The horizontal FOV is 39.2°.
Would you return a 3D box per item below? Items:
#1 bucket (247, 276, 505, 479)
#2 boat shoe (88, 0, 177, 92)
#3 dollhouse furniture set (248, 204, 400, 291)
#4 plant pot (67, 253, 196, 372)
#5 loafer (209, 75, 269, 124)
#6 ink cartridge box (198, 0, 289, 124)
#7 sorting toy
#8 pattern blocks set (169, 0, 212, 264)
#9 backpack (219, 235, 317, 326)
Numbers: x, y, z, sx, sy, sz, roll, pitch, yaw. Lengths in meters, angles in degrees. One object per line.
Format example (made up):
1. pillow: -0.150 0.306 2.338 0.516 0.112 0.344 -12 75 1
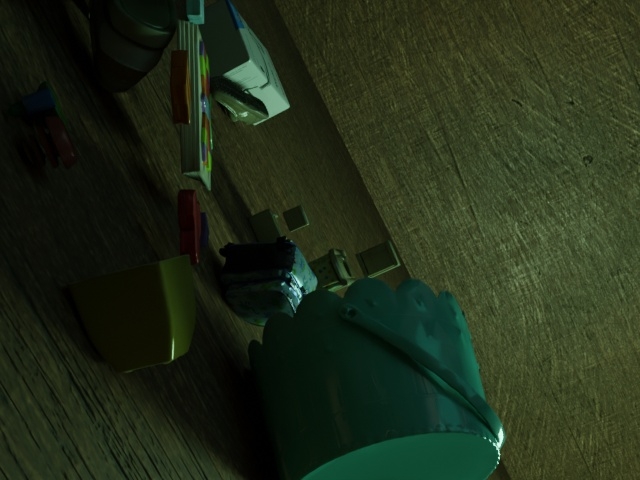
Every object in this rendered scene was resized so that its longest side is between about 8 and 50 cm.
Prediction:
1. bucket: 0.063 0.190 1.015 0.281 0.281 0.183 52 19 -52
2. boat shoe: -0.231 -0.287 1.080 0.113 0.103 0.302 25 32 -21
3. dollhouse furniture set: 0.000 0.000 1.349 0.160 0.182 0.101 67 10 7
4. plant pot: -0.148 0.063 0.747 0.081 0.082 0.083 -19 96 -80
5. loafer: -0.148 -0.234 1.551 0.148 0.050 0.056 26 34 -50
6. ink cartridge box: -0.147 -0.326 1.659 0.148 0.086 0.203 69 11 22
7. sorting toy: -0.243 -0.099 0.775 0.102 0.042 0.061 -122 -167 -46
8. pattern blocks set: -0.143 -0.150 1.034 0.285 0.026 0.324 -106 -166 -80
9. backpack: -0.063 0.061 1.125 0.114 0.105 0.084 55 37 -48
